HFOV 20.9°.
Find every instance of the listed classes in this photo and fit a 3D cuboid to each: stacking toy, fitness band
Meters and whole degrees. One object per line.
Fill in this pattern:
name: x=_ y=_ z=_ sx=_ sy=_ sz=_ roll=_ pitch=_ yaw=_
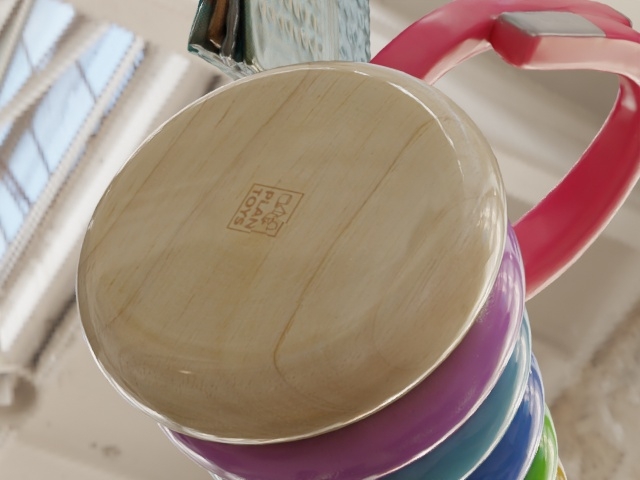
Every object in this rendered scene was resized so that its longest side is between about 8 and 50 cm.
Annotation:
stacking toy: x=0.036 y=0.091 z=0.645 sx=0.141 sy=0.141 sz=0.330 roll=-23 pitch=-44 yaw=4
fitness band: x=0.096 y=-0.042 z=0.995 sx=0.290 sy=0.054 sz=0.209 roll=-3 pitch=-52 yaw=-51

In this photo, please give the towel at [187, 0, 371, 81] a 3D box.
towel: x=-0.022 y=-0.245 z=1.035 sx=0.040 sy=0.370 sz=0.271 roll=-5 pitch=-12 yaw=16
